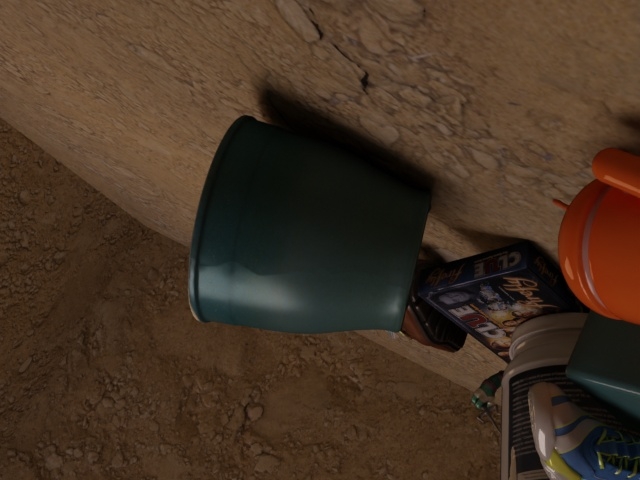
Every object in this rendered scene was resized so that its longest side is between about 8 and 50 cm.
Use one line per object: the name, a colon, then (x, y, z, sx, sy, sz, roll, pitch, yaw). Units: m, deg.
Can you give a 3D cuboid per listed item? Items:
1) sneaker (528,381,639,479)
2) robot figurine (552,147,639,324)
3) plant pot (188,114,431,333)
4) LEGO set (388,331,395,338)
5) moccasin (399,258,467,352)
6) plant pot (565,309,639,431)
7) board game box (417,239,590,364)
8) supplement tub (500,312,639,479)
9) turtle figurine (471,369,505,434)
sneaker: (0.291, 0.206, 0.763, 0.126, 0.091, 0.240, -19, 131, 23)
robot figurine: (0.273, 0.005, 0.589, 0.158, 0.128, 0.219, 11, 179, -29)
plant pot: (0.000, 0.000, 0.984, 0.255, 0.271, 0.271, 13, 167, 8)
LEGO set: (0.047, 0.037, 1.250, 0.244, 0.060, 0.182, 74, 168, -47)
moccasin: (0.173, 0.109, 1.383, 0.147, 0.139, 0.380, 15, 175, 22)
plant pot: (0.383, 0.105, 0.687, 0.234, 0.165, 0.165, 13, 161, 48)
board game box: (0.271, 0.095, 1.065, 0.165, 0.042, 0.243, -19, 138, 39)
supplement tub: (0.328, 0.250, 0.994, 0.191, 0.272, 0.191, 7, 148, 4)
turtle figurine: (0.339, 0.225, 1.238, 0.175, 0.118, 0.234, 20, -150, -4)
